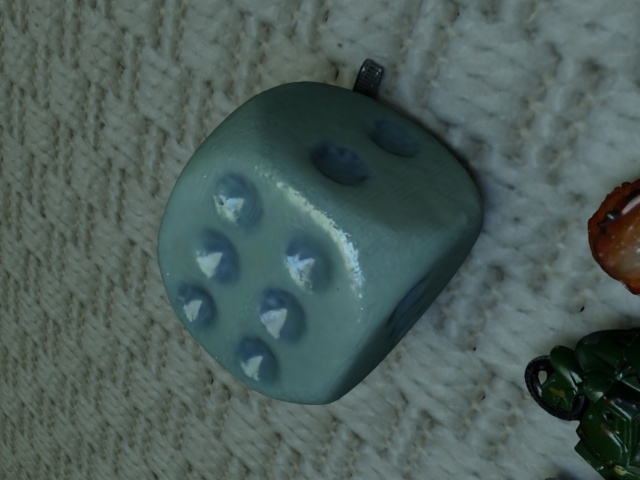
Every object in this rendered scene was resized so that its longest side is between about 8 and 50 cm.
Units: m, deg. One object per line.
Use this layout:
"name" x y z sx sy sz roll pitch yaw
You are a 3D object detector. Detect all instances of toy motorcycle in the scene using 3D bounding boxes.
"toy motorcycle" 0.335 0.189 0.693 0.274 0.125 0.187 45 140 18

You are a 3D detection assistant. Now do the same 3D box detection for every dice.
"dice" 0.000 0.000 0.806 0.265 0.262 0.268 40 126 15

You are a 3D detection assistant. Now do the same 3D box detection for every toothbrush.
"toothbrush" 0.019 -0.086 0.942 0.031 0.023 0.321 41 129 28

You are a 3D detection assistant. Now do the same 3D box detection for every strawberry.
"strawberry" 0.336 -0.023 0.646 0.121 0.082 0.188 48 125 -7

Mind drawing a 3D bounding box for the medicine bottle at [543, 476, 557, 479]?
"medicine bottle" 0.331 0.345 0.763 0.229 0.083 0.121 28 153 32
